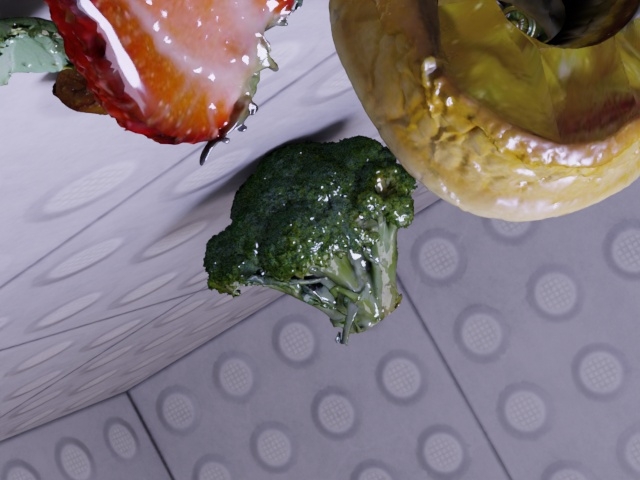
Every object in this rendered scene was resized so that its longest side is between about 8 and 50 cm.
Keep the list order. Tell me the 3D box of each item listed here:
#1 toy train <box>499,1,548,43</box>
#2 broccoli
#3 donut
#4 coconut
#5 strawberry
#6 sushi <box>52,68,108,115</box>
[{"bbox_3d":[0.316,-0.251,1.503,0.137,0.225,0.090,-52,165,29],"label":"toy train"},{"bbox_3d":[0.000,0.000,1.764,0.304,0.283,0.321,-38,-165,-20],"label":"broccoli"},{"bbox_3d":[0.168,-0.186,1.013,0.330,0.330,0.160,-26,162,-24],"label":"donut"},{"bbox_3d":[-0.229,-0.114,0.849,0.158,0.055,0.133,-22,169,-5],"label":"coconut"},{"bbox_3d":[-0.116,-0.142,0.818,0.228,0.098,0.174,-4,117,-54],"label":"strawberry"},{"bbox_3d":[-0.158,-0.136,1.007,0.120,0.052,0.055,-32,173,28],"label":"sushi"}]
